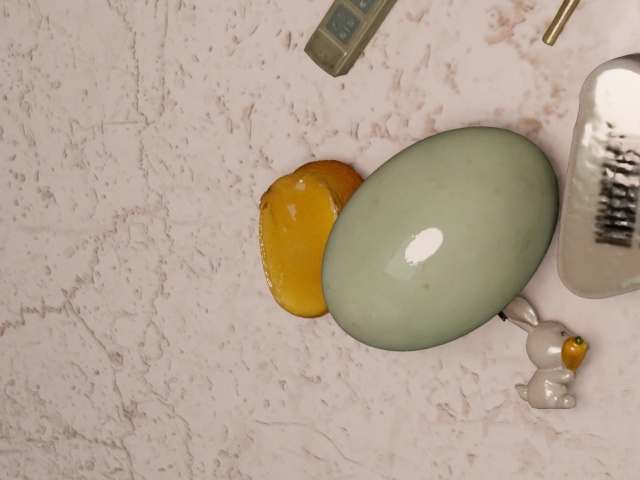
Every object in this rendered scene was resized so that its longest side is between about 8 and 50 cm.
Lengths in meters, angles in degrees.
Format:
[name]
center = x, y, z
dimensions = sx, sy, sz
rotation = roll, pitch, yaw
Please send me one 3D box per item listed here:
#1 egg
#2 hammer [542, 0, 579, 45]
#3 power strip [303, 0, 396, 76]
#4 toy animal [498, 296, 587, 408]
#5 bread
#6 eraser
[egg]
center = 0.172, -0.001, 1.313
dimensions = 0.389, 0.276, 0.276
rotation = -41, 81, 13
[hammer]
center = 0.366, -0.367, 1.263
dimensions = 0.062, 0.013, 0.198
rotation = 37, 118, 17
[power strip]
center = 0.069, -0.374, 1.413
dimensions = 0.078, 0.052, 0.272
rotation = 45, 121, 13
[toy animal]
center = 0.336, 0.164, 1.369
dimensions = 0.127, 0.131, 0.181
rotation = -7, 90, 10
[bread]
center = 0.000, 0.000, 1.503
dimensions = 0.196, 0.143, 0.269
rotation = 7, 105, 33
[eraser]
center = 0.449, -0.104, 1.208
dimensions = 0.332, 0.150, 0.331
rotation = 8, 105, 29
